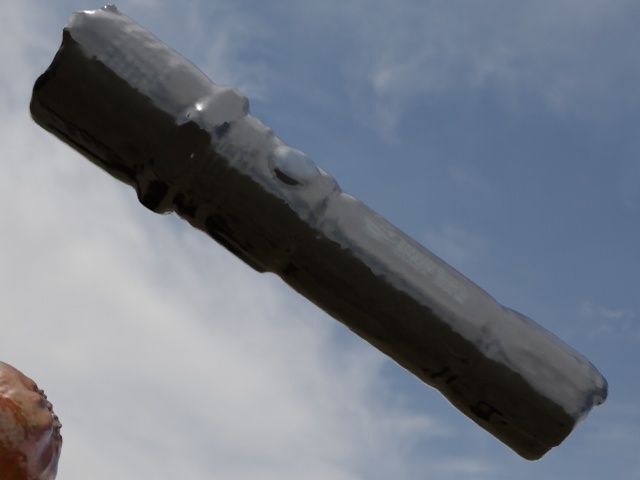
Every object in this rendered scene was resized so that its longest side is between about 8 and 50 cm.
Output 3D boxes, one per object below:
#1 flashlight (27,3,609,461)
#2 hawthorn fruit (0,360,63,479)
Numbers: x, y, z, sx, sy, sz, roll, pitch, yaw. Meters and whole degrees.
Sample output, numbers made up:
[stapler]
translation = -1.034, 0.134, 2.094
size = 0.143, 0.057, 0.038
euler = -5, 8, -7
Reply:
[flashlight]
translation = 0.000, 0.000, 0.668
size = 0.424, 0.103, 0.103
euler = 36, -28, 2
[hawthorn fruit]
translation = -0.241, 0.147, 0.717
size = 0.128, 0.128, 0.128
euler = 25, -29, 15
